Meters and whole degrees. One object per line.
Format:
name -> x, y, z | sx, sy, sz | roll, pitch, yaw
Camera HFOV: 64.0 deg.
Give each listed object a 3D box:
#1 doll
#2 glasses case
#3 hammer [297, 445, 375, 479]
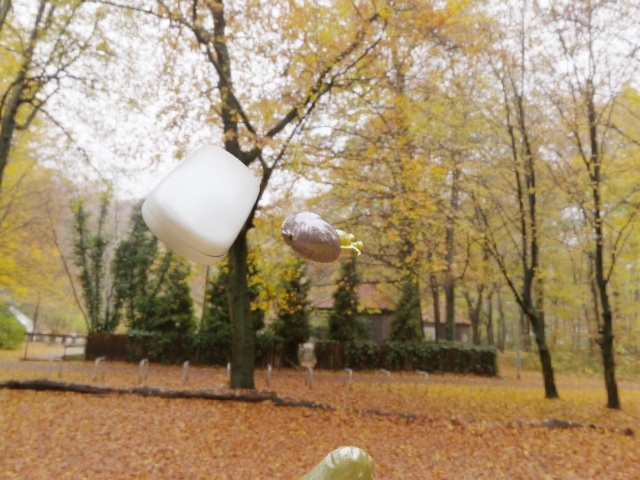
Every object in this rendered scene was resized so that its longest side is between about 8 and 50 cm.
doll -> 0.005, 0.005, 1.026 | 0.188, 0.096, 0.145 | 23, 20, -20
glasses case -> -0.119, -0.047, 0.549 | 0.092, 0.059, 0.233 | 37, 20, -14
hammer -> -0.071, 0.302, 0.491 | 0.305, 0.202, 0.113 | -36, 22, 2
